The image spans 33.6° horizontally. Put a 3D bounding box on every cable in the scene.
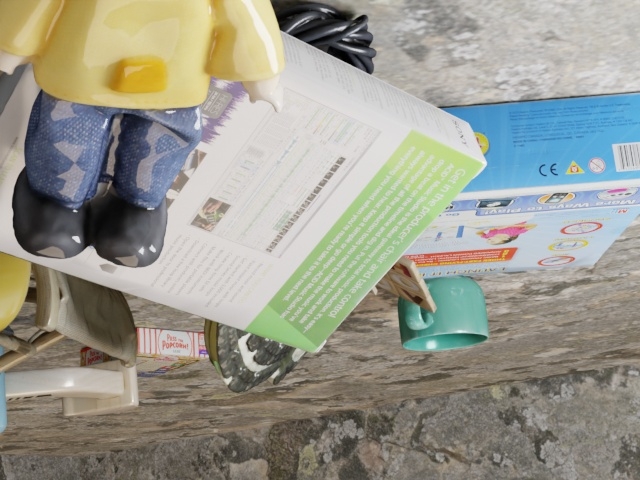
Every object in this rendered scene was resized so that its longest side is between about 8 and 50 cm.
[{"bbox_3d":[-0.032,-0.124,0.809,0.184,0.047,0.150,-19,156,35],"label":"cable"}]

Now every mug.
[{"bbox_3d":[0.177,0.098,1.539,0.129,0.097,0.158,-4,163,-2],"label":"mug"}]

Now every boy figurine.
[{"bbox_3d":[-0.097,-0.111,0.594,0.177,0.092,0.285,10,134,-18],"label":"boy figurine"}]

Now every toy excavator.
[{"bbox_3d":[-0.499,0.218,1.551,0.445,0.222,0.433,-4,165,-8],"label":"toy excavator"}]

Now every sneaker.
[{"bbox_3d":[-0.091,0.058,1.178,0.158,0.182,0.410,-47,170,-5],"label":"sneaker"}]

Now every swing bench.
[{"bbox_3d":[-0.365,0.066,1.177,0.254,0.165,0.253,-12,162,6],"label":"swing bench"}]

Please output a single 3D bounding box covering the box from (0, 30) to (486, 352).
[{"bbox_3d":[-0.076,-0.047,0.761,0.322,0.058,0.232,22,125,-28],"label":"box"}]

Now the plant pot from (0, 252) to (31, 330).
[{"bbox_3d":[-0.392,0.020,0.900,0.254,0.254,0.239,-17,175,37],"label":"plant pot"}]

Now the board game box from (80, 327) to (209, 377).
[{"bbox_3d":[-0.303,0.197,1.834,0.146,0.045,0.193,10,158,-40],"label":"board game box"}]

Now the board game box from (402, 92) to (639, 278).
[{"bbox_3d":[0.158,-0.041,1.081,0.308,0.086,0.302,-4,164,-1],"label":"board game box"}]

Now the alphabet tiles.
[{"bbox_3d":[0.000,0.000,1.031,0.237,0.009,0.198,25,165,26],"label":"alphabet tiles"}]
